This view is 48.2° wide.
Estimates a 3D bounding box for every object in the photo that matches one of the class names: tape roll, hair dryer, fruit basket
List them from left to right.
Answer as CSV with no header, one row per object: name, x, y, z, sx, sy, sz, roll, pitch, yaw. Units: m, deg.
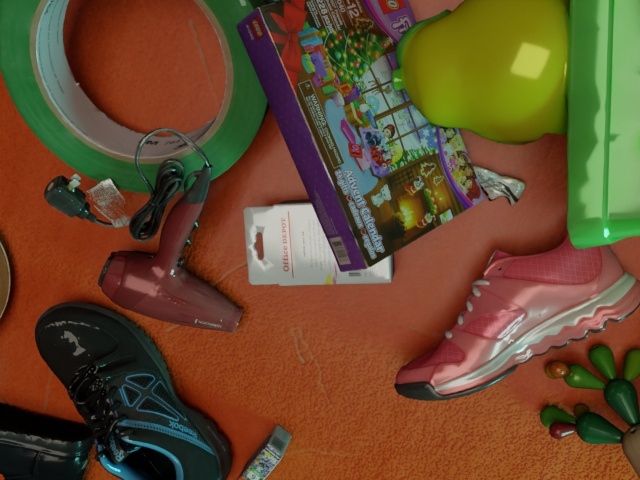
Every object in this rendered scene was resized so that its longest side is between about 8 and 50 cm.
tape roll,-0.212,-0.214,0.848,0.321,0.077,0.321,3,120,5
hair dryer,-0.194,0.018,0.896,0.223,0.080,0.294,-15,125,26
fruit basket,0.281,-0.183,0.743,0.392,0.282,0.392,9,104,40

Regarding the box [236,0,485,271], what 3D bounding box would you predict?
box,0.054,-0.139,0.806,0.057,0.200,0.293,-11,105,57

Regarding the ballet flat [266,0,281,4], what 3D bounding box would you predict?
ballet flat,-0.155,-0.362,0.865,0.280,0.095,0.096,17,92,-3

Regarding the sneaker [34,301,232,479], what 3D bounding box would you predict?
sneaker,-0.259,0.218,0.950,0.341,0.139,0.125,44,106,2

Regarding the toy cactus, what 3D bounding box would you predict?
toy cactus,0.360,0.197,0.831,0.219,0.112,0.181,-30,53,23

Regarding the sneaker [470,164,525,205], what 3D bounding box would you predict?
sneaker,0.206,-0.068,0.873,0.083,0.032,0.037,20,102,7

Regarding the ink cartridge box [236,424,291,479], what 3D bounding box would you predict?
ink cartridge box,-0.088,0.311,0.973,0.029,0.063,0.115,38,104,1

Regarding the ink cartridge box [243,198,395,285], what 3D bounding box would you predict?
ink cartridge box,0.000,0.000,0.906,0.181,0.061,0.105,-2,99,10

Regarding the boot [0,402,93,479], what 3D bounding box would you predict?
boot,-0.454,0.352,1.030,0.246,0.094,0.207,12,98,2

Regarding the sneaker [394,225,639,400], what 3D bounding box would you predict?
sneaker,0.218,0.085,0.872,0.313,0.116,0.136,-28,83,7

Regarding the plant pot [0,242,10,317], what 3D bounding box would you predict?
plant pot,-0.554,0.054,0.992,0.236,0.032,0.237,-1,94,-15
